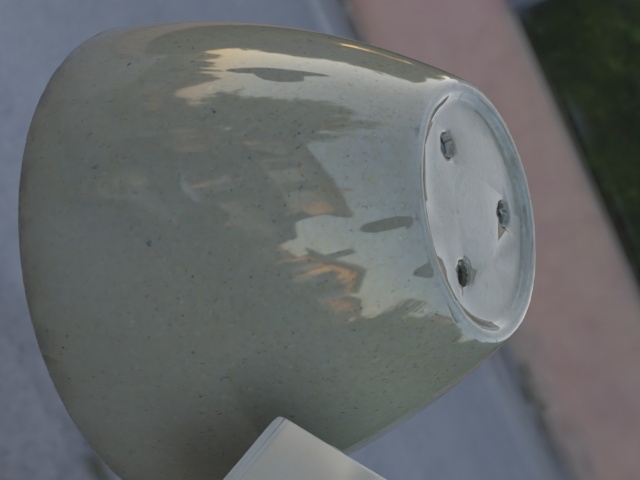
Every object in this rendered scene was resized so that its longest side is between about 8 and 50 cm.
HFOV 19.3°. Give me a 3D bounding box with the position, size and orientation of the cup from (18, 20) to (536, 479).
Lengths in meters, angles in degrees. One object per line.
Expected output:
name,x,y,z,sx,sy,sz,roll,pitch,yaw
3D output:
cup,0.000,0.000,1.230,0.331,0.237,0.331,25,60,-56

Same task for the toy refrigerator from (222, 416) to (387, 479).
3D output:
toy refrigerator,0.031,0.224,1.149,0.102,0.094,0.269,27,-21,37
